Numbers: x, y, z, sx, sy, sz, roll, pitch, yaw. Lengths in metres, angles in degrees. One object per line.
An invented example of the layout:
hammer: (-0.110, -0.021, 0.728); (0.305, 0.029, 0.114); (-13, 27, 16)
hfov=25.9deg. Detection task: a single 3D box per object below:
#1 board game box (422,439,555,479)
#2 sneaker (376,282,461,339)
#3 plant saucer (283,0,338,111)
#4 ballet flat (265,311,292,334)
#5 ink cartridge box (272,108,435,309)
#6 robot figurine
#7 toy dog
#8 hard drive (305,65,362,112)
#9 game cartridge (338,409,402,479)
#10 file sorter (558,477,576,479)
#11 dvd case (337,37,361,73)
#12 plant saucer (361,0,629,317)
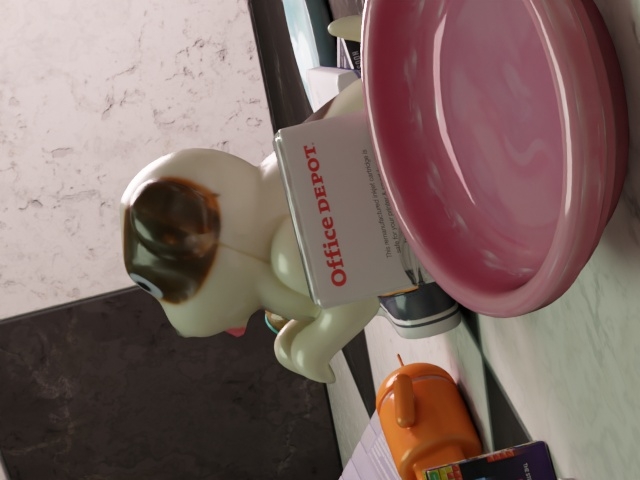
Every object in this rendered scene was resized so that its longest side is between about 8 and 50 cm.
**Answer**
board game box: (0.204, 0.324, 1.563); (0.048, 0.141, 0.170); (111, 144, -82)
sneaker: (0.104, 0.040, 1.937); (0.321, 0.126, 0.127); (-157, 49, -71)
plant saucer: (-0.015, -0.366, 2.466); (0.317, 0.043, 0.318); (166, 90, -84)
ballet flat: (0.000, 0.000, 2.061); (0.124, 0.116, 0.342); (-57, 6, 39)
ink cartridge box: (0.086, -0.046, 1.323); (0.100, 0.237, 0.172); (-171, 67, -84)
robot figurine: (0.152, 0.263, 1.984); (0.128, 0.158, 0.219); (-59, 33, 32)
toy dog: (-0.021, -0.027, 1.550); (0.284, 0.408, 0.395); (-129, 25, -75)
hard drive: (0.040, -0.162, 2.149); (0.318, 0.040, 0.210); (-137, 32, -78)
game cartridge: (0.123, 0.402, 2.333); (0.230, 0.068, 0.355); (-59, 14, 7)
file sorter: (0.189, 0.398, 1.387); (0.193, 0.173, 0.278); (-131, 45, -78)
dvd case: (0.070, -0.195, 2.138); (0.179, 0.029, 0.239); (88, 165, -64)
plant saucer: (0.141, -0.106, 1.121); (0.332, 0.084, 0.332); (44, 141, 51)
